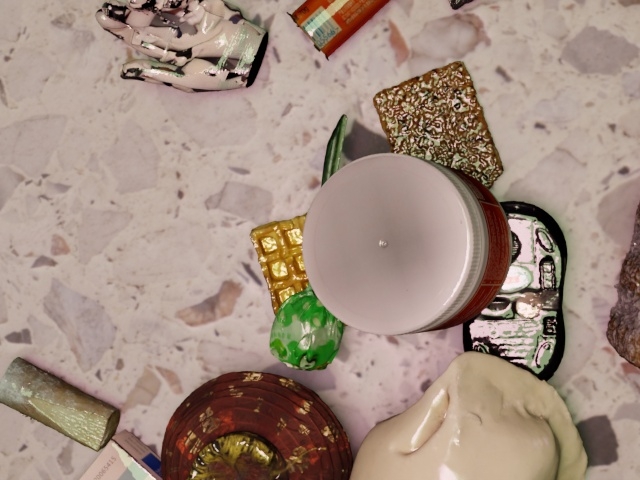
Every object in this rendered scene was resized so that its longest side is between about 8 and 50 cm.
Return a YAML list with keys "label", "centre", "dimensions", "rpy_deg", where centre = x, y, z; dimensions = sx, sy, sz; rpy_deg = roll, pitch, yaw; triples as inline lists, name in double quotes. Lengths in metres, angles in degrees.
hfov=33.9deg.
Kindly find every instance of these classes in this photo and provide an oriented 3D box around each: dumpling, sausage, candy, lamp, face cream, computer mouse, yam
- label: "dumpling"
  centre: [0.183, 0.331, 1.262]
  dimensions: [0.315, 0.233, 0.395]
  rpy_deg: [17, 102, -24]
- label: "sausage"
  centre: [0.080, -0.345, 1.338]
  dimensions: [0.264, 0.083, 0.083]
  rpy_deg: [-41, 85, 5]
- label: "candy"
  centre: [0.001, 0.000, 1.299]
  dimensions: [0.097, 0.097, 0.323]
  rpy_deg: [8, 85, 8]
- label: "lamp"
  centre: [-0.080, 0.277, 1.294]
  dimensions: [0.247, 0.247, 0.247]
  rpy_deg: [0, 91, 8]
- label: "face cream"
  centre: [0.104, 0.006, 1.205]
  dimensions: [0.201, 0.187, 0.201]
  rpy_deg: [-1, 88, 24]
- label: "computer mouse"
  centre: [0.237, 0.067, 1.309]
  dimensions: [0.137, 0.096, 0.233]
  rpy_deg: [2, 93, 16]
- label: "yam"
  centre: [-0.355, 0.221, 1.409]
  dimensions: [0.169, 0.068, 0.068]
  rpy_deg: [26, 94, 8]

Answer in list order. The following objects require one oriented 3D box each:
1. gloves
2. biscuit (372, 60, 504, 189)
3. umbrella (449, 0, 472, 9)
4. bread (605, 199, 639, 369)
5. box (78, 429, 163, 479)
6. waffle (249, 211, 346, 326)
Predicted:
- label: "gloves"
  centre: [-0.183, -0.263, 1.362]
  dimensions: [0.212, 0.111, 0.128]
  rpy_deg: [20, 118, 5]
- label: "biscuit"
  centre: [0.164, -0.101, 1.351]
  dimensions: [0.131, 0.026, 0.237]
  rpy_deg: [-20, 87, 10]
- label: "umbrella"
  centre: [0.224, -0.341, 1.333]
  dimensions: [0.144, 0.040, 0.037]
  rpy_deg: [-31, 78, 6]
- label: "bread"
  centre: [0.442, -0.049, 1.244]
  dimensions: [0.113, 0.165, 0.417]
  rpy_deg: [13, 92, 2]
- label: "box"
  centre: [-0.302, 0.449, 1.406]
  dimensions: [0.200, 0.065, 0.343]
  rpy_deg: [40, 96, 6]
- label: "waffle"
  centre: [0.031, 0.027, 1.357]
  dimensions: [0.211, 0.055, 0.160]
  rpy_deg: [-20, 89, 9]
